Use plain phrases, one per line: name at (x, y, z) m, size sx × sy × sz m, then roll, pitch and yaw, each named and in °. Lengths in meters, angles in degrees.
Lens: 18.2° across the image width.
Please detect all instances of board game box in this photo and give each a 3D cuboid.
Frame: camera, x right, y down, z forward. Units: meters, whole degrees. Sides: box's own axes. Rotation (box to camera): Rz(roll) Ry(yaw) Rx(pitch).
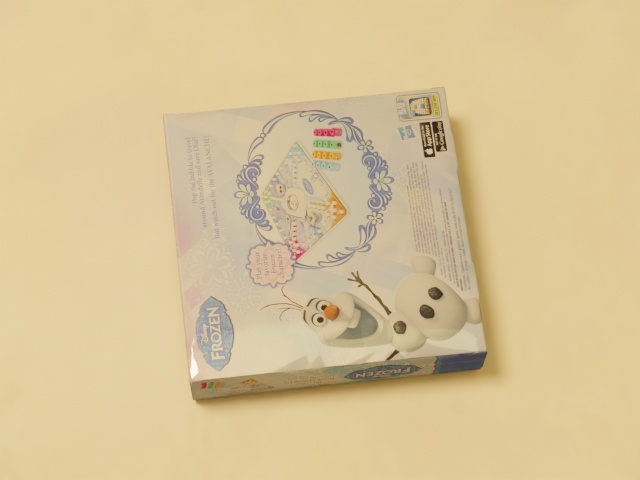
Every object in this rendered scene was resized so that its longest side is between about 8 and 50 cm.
board game box at (0.000, 0.000, 0.615) m, size 0.090 × 0.020 × 0.090 m, roll -5°, pitch 67°, yaw -5°
